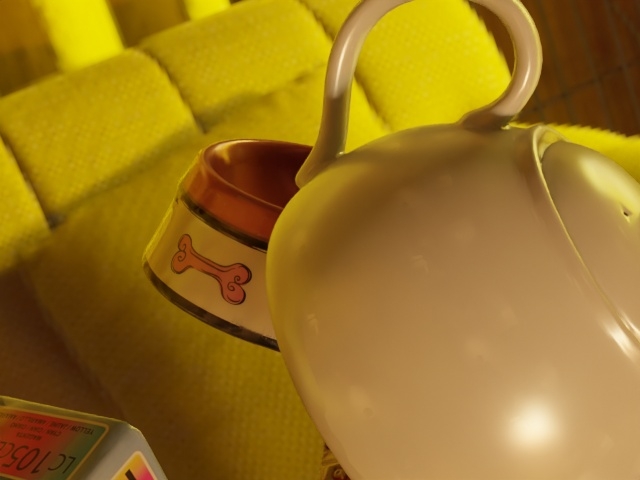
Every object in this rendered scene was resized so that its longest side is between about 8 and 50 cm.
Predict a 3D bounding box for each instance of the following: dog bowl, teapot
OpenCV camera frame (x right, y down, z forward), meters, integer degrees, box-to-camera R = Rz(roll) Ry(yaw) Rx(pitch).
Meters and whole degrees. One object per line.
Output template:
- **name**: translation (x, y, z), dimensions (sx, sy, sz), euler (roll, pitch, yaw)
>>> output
- **dog bowl**: translation (0.000, 0.000, 1.722), dimensions (0.408, 0.150, 0.408), euler (13, 19, -5)
- **teapot**: translation (0.106, 0.028, 0.724), dimensions (0.187, 0.256, 0.252), euler (-35, 41, 23)

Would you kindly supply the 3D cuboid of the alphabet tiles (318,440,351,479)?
- **alphabet tiles**: translation (0.107, 0.141, 0.984), dimensions (0.237, 0.009, 0.198), euler (-19, 31, 16)

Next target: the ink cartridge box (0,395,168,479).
- **ink cartridge box**: translation (-0.225, 0.333, 0.890), dimensions (0.151, 0.270, 0.395), euler (3, 40, 39)
